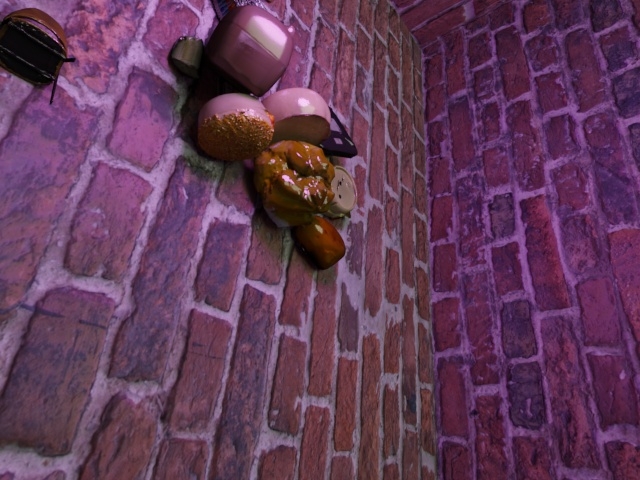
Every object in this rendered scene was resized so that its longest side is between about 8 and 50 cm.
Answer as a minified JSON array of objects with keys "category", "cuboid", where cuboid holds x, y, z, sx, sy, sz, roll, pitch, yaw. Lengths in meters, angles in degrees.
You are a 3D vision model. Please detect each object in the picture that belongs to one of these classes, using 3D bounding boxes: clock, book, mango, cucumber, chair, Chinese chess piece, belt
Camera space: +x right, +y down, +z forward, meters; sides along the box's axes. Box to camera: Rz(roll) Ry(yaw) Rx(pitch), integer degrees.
[{"category":"clock","cuboid":[0.075,-0.256,2.124,0.348,0.117,0.286,34,53,-42]},{"category":"book","cuboid":[-0.343,-0.591,1.771,0.231,0.026,0.157,16,65,-50]},{"category":"mango","cuboid":[0.000,0.000,1.903,0.287,0.153,0.201,47,36,-36]},{"category":"cucumber","cuboid":[-0.491,-0.684,1.564,0.086,0.115,0.193,100,-11,-64]},{"category":"chair","cuboid":[-0.753,-0.503,1.094,0.159,0.172,0.247,29,12,-44]},{"category":"Chinese chess piece","cuboid":[-0.121,-0.491,1.762,0.338,0.338,0.140,8,61,-52]},{"category":"belt","cuboid":[-0.320,-0.984,1.832,0.295,0.160,0.207,57,40,-23]}]

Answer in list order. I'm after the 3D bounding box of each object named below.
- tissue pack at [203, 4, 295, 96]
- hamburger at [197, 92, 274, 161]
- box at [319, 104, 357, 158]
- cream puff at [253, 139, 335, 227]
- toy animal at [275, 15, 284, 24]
[{"category":"tissue pack","cuboid":[-0.264,-0.708,1.544,0.267,0.387,0.277,30,96,-27]},{"category":"hamburger","cuboid":[-0.309,-0.406,1.539,0.294,0.276,0.179,-7,71,-35]},{"category":"box","cuboid":[0.014,-0.564,2.089,0.359,0.091,0.350,-7,61,-52]},{"category":"cream puff","cuboid":[-0.083,-0.228,1.713,0.378,0.275,0.378,-9,107,-32]},{"category":"toy animal","cuboid":[-0.191,-1.004,2.076,0.148,0.084,0.232,4,71,-54]}]
